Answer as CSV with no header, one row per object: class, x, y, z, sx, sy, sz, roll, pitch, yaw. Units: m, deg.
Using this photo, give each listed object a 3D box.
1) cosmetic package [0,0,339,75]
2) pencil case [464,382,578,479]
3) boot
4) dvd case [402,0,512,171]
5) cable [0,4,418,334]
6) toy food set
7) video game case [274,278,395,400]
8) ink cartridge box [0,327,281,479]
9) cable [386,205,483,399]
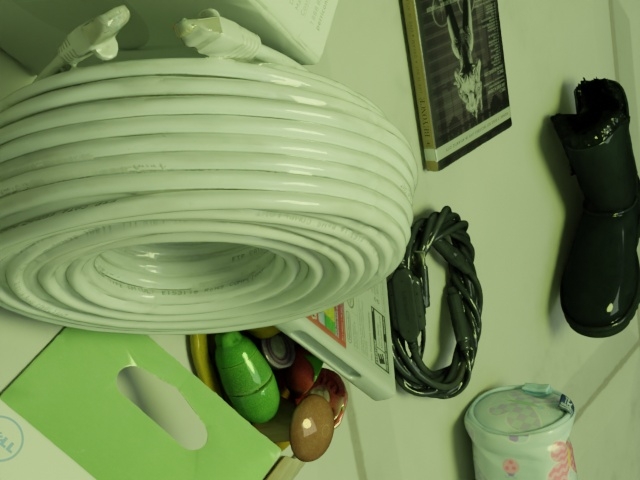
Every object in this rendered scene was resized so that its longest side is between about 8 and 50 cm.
cosmetic package,-0.129,-0.197,0.543,0.225,0.224,0.138,34,67,-50
pencil case,0.222,0.288,1.153,0.124,0.113,0.273,-47,131,-66
boot,0.313,-0.042,1.255,0.207,0.094,0.246,60,41,-41
dvd case,0.133,-0.196,1.068,0.164,0.018,0.221,-32,117,-49
cable,-0.071,-0.014,0.605,0.257,0.257,0.089,14,63,-41
toy food set,-0.021,0.106,0.843,0.128,0.071,0.218,-41,125,-44
video game case,0.000,0.000,0.840,0.183,0.023,0.201,42,36,-47
ink cartridge box,-0.134,0.152,0.642,0.171,0.056,0.235,42,54,-5
cable,0.111,0.063,1.047,0.150,0.047,0.184,-34,117,-53
